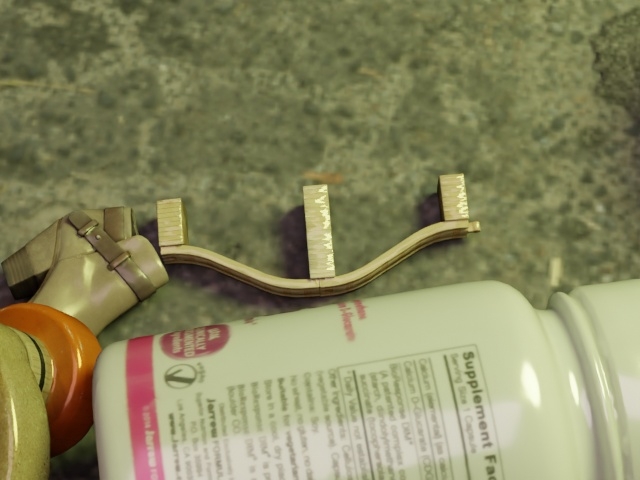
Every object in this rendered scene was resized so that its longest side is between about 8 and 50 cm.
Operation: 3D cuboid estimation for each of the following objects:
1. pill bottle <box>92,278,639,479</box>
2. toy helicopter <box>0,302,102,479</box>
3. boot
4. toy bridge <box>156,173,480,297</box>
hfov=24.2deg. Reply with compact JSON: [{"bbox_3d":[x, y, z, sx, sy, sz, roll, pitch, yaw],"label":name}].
[{"bbox_3d":[0.038,0.108,0.754,0.283,0.160,0.160,-9,68,-3],"label":"pill bottle"},{"bbox_3d":[-0.301,0.113,0.783,0.355,0.140,0.235,11,80,24],"label":"toy helicopter"},{"bbox_3d":[-0.129,0.035,0.854,0.087,0.042,0.118,-21,69,-9],"label":"boot"},{"bbox_3d":[0.000,0.000,0.872,0.188,0.026,0.063,-5,70,0],"label":"toy bridge"}]
